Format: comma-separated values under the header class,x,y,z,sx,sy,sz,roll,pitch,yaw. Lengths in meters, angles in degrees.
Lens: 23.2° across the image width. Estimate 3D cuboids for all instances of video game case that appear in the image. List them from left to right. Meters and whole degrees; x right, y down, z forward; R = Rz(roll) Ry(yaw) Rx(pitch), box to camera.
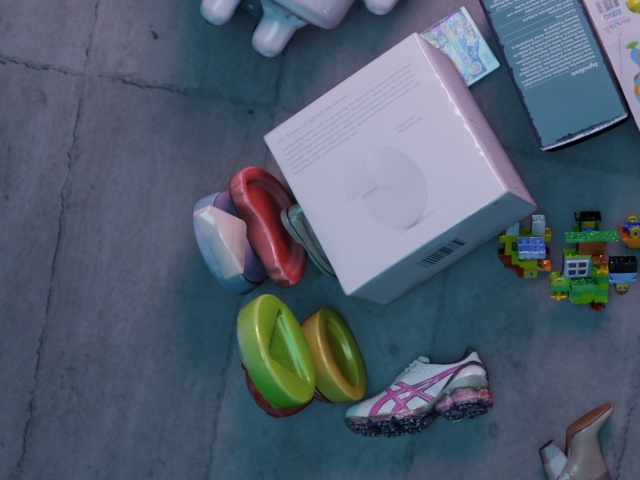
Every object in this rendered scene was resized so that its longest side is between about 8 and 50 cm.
class,x,y,z,sx,sy,sz,roll,pitch,yaw
video game case,0.146,-0.217,1.902,0.122,0.011,0.087,-32,85,11

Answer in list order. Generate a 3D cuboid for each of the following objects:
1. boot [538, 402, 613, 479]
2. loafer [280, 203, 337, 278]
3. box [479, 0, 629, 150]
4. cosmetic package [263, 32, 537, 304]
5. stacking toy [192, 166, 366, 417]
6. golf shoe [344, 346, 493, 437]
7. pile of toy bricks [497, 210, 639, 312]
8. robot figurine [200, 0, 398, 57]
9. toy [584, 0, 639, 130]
class,x,y,z,sx,sy,sz,roll,pitch,yaw
boot,0.323,0.262,1.872,0.118,0.042,0.087,-36,91,12
loafer,0.000,0.000,1.892,0.039,0.045,0.125,-26,129,21
box,0.272,-0.214,1.804,0.108,0.153,0.207,-22,87,12
cosmetic package,0.093,-0.080,1.823,0.224,0.138,0.224,-33,72,16
stacking toy,-0.090,0.081,1.834,0.130,0.279,0.309,-24,88,20
golf shoe,0.117,0.188,1.903,0.186,0.067,0.086,-16,62,12
pile of toy bricks,0.319,0.037,1.840,0.212,0.118,0.105,-1,124,3
robot figurine,-0.009,-0.390,1.831,0.300,0.200,0.353,30,98,-11
toy,0.398,-0.196,1.817,0.137,0.056,0.237,-25,98,-17
